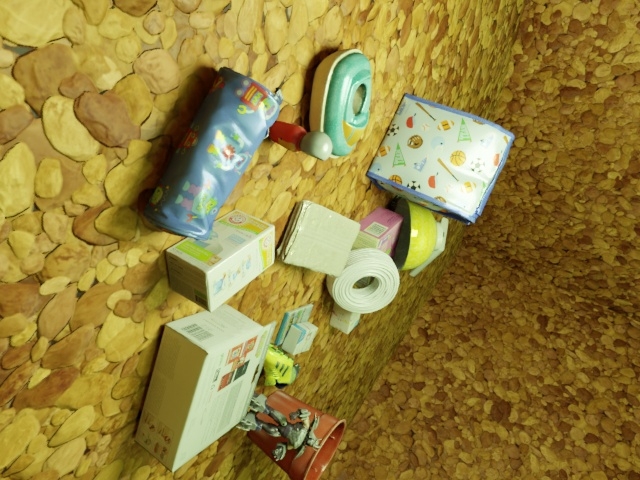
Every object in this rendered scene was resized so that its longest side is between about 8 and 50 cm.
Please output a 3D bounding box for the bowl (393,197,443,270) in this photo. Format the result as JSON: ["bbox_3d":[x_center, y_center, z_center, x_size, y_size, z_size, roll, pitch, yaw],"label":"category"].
[{"bbox_3d":[0.388,-0.022,1.785,0.289,0.156,0.289,-177,-90,-85],"label":"bowl"}]

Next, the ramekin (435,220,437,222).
[{"bbox_3d":[0.454,-0.006,2.190,0.277,0.135,0.277,-45,150,-36],"label":"ramekin"}]

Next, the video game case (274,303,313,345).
[{"bbox_3d":[-0.087,0.280,1.523,0.166,0.015,0.119,-6,120,-62],"label":"video game case"}]

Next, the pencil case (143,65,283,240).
[{"bbox_3d":[-0.182,-0.143,0.787,0.133,0.119,0.306,31,86,-43],"label":"pencil case"}]

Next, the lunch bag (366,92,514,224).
[{"bbox_3d":[0.411,-0.267,1.545,0.327,0.385,0.239,-66,156,2],"label":"lunch bag"}]

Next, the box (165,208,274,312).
[{"bbox_3d":[-0.199,0.034,0.936,0.203,0.114,0.103,-39,144,-44],"label":"box"}]

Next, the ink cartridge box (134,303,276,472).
[{"bbox_3d":[-0.262,0.325,1.074,0.272,0.130,0.309,-10,123,-63],"label":"ink cartridge box"}]

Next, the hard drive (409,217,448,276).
[{"bbox_3d":[0.562,0.039,2.364,0.307,0.040,0.203,120,-9,-57],"label":"hard drive"}]

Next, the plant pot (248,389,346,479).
[{"bbox_3d":[-0.093,0.684,1.598,0.272,0.265,0.272,-46,151,-36],"label":"plant pot"}]

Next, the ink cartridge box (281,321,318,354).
[{"bbox_3d":[-0.068,0.327,1.524,0.122,0.052,0.088,9,105,-66],"label":"ink cartridge box"}]

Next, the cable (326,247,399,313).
[{"bbox_3d":[0.151,0.148,1.613,0.089,0.257,0.257,-107,-165,-53],"label":"cable"}]

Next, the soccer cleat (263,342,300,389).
[{"bbox_3d":[-0.143,0.411,1.447,0.121,0.093,0.289,-50,152,-15],"label":"soccer cleat"}]

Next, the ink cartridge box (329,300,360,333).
[{"bbox_3d":[0.106,0.282,1.822,0.092,0.090,0.143,-32,139,-51],"label":"ink cartridge box"}]

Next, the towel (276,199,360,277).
[{"bbox_3d":[0.000,0.000,1.310,0.282,0.049,0.187,22,91,-49],"label":"towel"}]

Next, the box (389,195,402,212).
[{"bbox_3d":[0.346,-0.167,1.947,0.162,0.029,0.116,-51,152,-30],"label":"box"}]

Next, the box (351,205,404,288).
[{"bbox_3d":[0.203,0.028,1.738,0.213,0.117,0.243,-36,144,-47],"label":"box"}]

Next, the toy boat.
[{"bbox_3d":[0.028,-0.280,1.049,0.318,0.148,0.267,-44,149,-38],"label":"toy boat"}]

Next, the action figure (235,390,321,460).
[{"bbox_3d":[-0.126,0.581,1.408,0.185,0.285,0.099,-64,179,2],"label":"action figure"}]
